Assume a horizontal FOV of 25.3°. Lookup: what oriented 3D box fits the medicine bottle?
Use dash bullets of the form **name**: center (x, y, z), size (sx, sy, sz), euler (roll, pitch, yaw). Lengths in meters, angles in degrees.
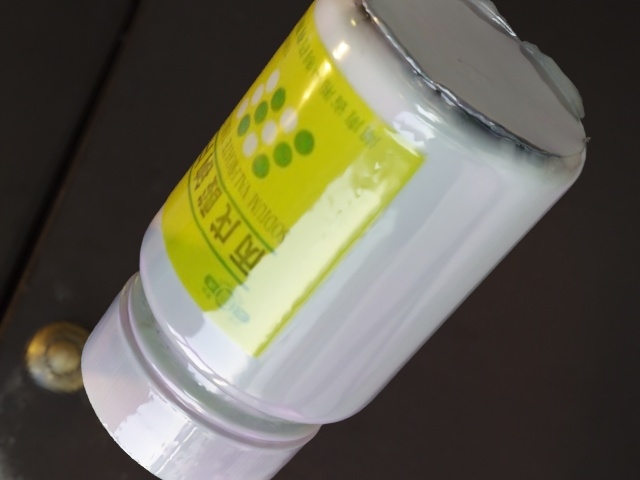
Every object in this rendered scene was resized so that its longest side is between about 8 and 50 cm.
- **medicine bottle**: center (0.000, 0.000, 1.023), size (0.378, 0.213, 0.213), euler (-51, 16, 28)
